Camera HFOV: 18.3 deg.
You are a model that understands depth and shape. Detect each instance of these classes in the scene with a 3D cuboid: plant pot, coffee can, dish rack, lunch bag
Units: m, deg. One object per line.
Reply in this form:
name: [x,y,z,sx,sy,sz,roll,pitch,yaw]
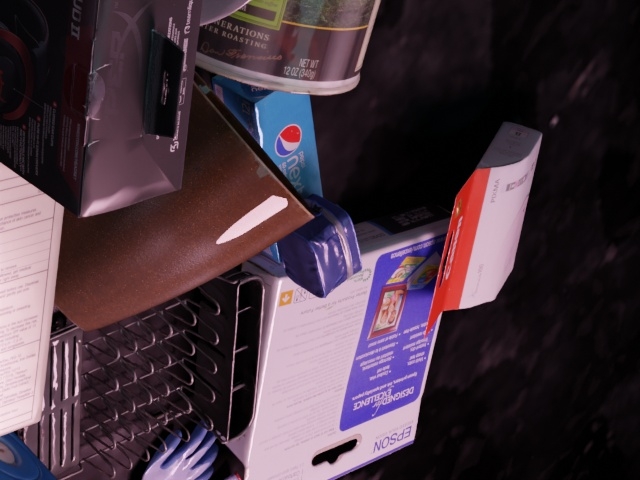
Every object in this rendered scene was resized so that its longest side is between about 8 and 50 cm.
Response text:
plant pot: [-0.160,-0.029,1.833,0.230,0.215,0.215,-41,143,3]
coffee can: [-0.024,-0.294,1.771,0.201,0.201,0.275,-8,122,-46]
dish rack: [-0.183,0.144,2.016,0.271,0.074,0.208,-23,131,-37]
lunch bag: [0.000,0.000,2.010,0.065,0.067,0.098,-37,138,-25]

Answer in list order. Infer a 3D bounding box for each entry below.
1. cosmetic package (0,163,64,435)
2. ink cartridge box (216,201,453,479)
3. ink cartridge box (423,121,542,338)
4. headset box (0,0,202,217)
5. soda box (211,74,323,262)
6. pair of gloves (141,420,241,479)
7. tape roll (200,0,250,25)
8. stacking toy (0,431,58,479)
cosmetic package: [-0.322,0.026,1.727,0.153,0.129,0.296,-15,127,-41]
ink cartridge box: [0.016,0.130,2.237,0.303,0.072,0.307,-18,130,-45]
ink cartridge box: [0.188,-0.008,2.263,0.232,0.066,0.189,-60,163,-61]
headset box: [-0.210,-0.169,1.574,0.110,0.293,0.218,-18,128,-40]
soda box: [-0.049,-0.084,2.006,0.071,0.067,0.210,-35,139,-27]
pair of gloves: [-0.156,0.293,2.199,0.159,0.023,0.198,-42,140,-17]
tape roll: [-0.120,-0.289,1.649,0.072,0.219,0.219,-53,160,-67]
stacking toy: [-0.387,0.304,1.860,0.302,0.166,0.175,-51,161,12]
